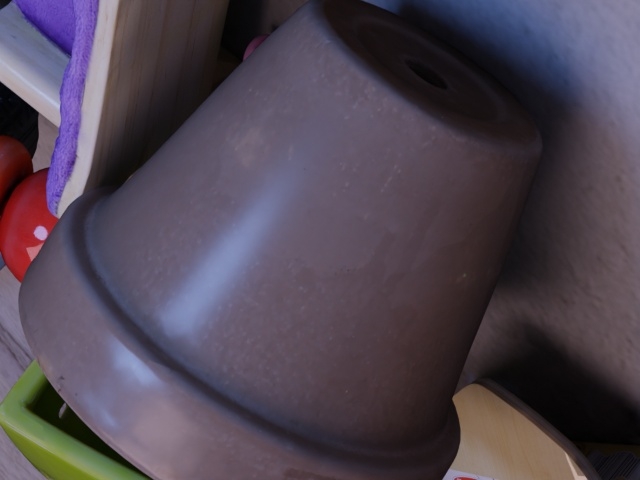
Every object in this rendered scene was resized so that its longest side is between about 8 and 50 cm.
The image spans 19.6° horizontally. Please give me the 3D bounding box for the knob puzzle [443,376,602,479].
[{"bbox_3d":[0.132,0.171,1.171,0.213,0.030,0.213,31,135,36],"label":"knob puzzle"}]

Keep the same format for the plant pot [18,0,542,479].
[{"bbox_3d":[0.000,0.000,1.010,0.263,0.263,0.229,38,112,12],"label":"plant pot"}]

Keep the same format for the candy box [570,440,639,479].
[{"bbox_3d":[0.169,0.187,1.224,0.187,0.053,0.109,-4,122,50],"label":"candy box"}]

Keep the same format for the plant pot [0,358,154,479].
[{"bbox_3d":[-0.045,0.137,1.267,0.228,0.227,0.207,24,149,30],"label":"plant pot"}]

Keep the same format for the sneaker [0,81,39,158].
[{"bbox_3d":[-0.315,-0.156,1.375,0.286,0.109,0.130,48,161,3],"label":"sneaker"}]

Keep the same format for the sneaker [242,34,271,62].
[{"bbox_3d":[0.003,-0.077,1.128,0.057,0.047,0.119,-16,116,43],"label":"sneaker"}]

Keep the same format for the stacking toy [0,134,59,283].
[{"bbox_3d":[-0.278,-0.055,1.243,0.330,0.141,0.141,20,144,10],"label":"stacking toy"}]

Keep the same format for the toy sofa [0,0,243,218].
[{"bbox_3d":[-0.121,-0.183,1.020,0.150,0.177,0.362,38,149,13],"label":"toy sofa"}]

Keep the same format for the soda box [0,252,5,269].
[{"bbox_3d":[-0.337,-0.015,1.561,0.263,0.083,0.092,-9,121,53],"label":"soda box"}]
